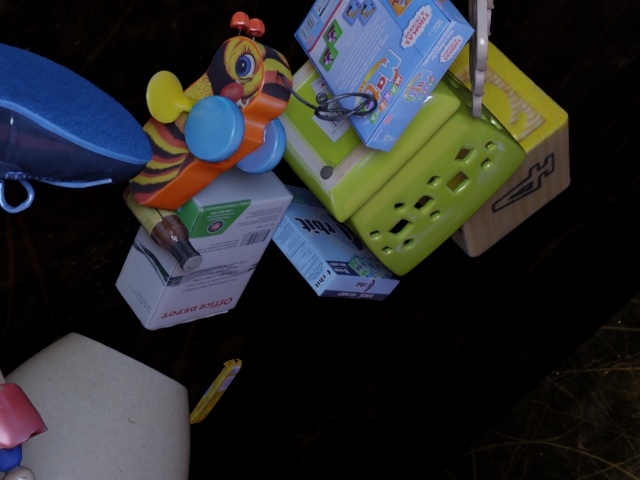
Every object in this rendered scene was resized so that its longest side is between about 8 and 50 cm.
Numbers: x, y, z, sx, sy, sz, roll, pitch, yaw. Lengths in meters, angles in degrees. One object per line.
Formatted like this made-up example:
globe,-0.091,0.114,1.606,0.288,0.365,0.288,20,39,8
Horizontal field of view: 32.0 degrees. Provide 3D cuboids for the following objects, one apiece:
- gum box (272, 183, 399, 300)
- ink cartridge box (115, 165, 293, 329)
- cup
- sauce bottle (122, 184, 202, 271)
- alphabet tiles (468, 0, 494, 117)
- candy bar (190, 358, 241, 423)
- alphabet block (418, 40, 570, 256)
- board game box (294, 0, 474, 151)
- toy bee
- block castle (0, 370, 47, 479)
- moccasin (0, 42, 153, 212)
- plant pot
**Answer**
gum box,0.000,0.000,1.480,0.041,0.184,0.157,-50,151,19
ink cartridge box,-0.149,0.002,1.402,0.153,0.087,0.208,-11,140,-44
cup,-0.296,0.257,1.409,0.237,0.331,0.331,-64,156,-12
sauce bottle,-0.181,-0.017,1.287,0.042,0.128,0.042,-29,152,-17
alphabet tiles,0.173,-0.288,1.193,0.021,0.278,0.284,1,162,5
candy bar,-0.176,0.251,1.822,0.040,0.018,0.161,-7,138,-52
alphabet block,0.219,-0.128,1.562,0.193,0.192,0.197,-39,152,-6
board game box,0.061,-0.221,1.190,0.039,0.211,0.160,13,125,-37
toy bee,-0.086,-0.153,1.212,0.298,0.162,0.195,-16,162,10
block castle,-0.496,0.241,1.055,0.453,0.213,0.303,-25,177,-22
moccasin,-0.313,-0.112,1.009,0.342,0.137,0.117,18,123,-43
plant pot,0.073,-0.128,1.348,0.228,0.227,0.207,-44,147,10
